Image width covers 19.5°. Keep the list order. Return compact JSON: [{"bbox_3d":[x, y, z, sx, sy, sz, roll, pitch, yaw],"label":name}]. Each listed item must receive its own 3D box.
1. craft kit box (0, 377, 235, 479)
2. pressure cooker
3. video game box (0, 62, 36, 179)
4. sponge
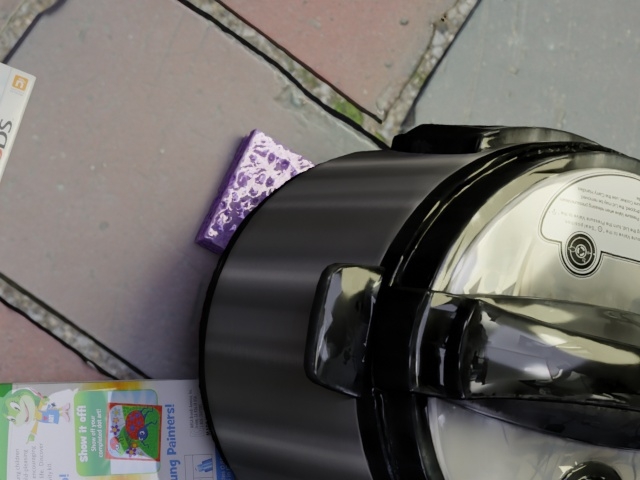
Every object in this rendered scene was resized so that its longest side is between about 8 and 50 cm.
[{"bbox_3d":[-0.193,0.244,1.574,0.247,0.061,0.250,1,79,-23],"label":"craft kit box"},{"bbox_3d":[0.146,0.102,1.499,0.370,0.420,0.375,-36,108,-25],"label":"pressure cooker"},{"bbox_3d":[-0.366,-0.088,1.578,0.205,0.048,0.187,20,71,-16],"label":"video game box"},{"bbox_3d":[0.000,0.000,1.706,0.210,0.031,0.117,31,71,-13],"label":"sponge"}]
